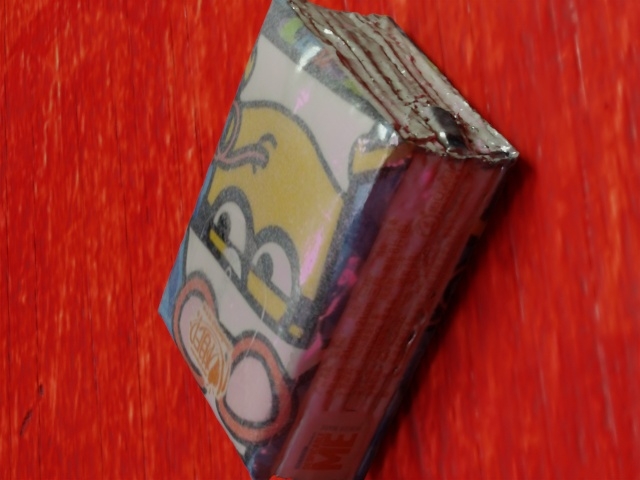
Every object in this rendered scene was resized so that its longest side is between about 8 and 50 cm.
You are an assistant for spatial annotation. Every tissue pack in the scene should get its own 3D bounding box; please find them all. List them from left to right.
[{"bbox_3d":[0.000,0.000,0.742,0.115,0.065,0.155,55,129,49],"label":"tissue pack"}]
